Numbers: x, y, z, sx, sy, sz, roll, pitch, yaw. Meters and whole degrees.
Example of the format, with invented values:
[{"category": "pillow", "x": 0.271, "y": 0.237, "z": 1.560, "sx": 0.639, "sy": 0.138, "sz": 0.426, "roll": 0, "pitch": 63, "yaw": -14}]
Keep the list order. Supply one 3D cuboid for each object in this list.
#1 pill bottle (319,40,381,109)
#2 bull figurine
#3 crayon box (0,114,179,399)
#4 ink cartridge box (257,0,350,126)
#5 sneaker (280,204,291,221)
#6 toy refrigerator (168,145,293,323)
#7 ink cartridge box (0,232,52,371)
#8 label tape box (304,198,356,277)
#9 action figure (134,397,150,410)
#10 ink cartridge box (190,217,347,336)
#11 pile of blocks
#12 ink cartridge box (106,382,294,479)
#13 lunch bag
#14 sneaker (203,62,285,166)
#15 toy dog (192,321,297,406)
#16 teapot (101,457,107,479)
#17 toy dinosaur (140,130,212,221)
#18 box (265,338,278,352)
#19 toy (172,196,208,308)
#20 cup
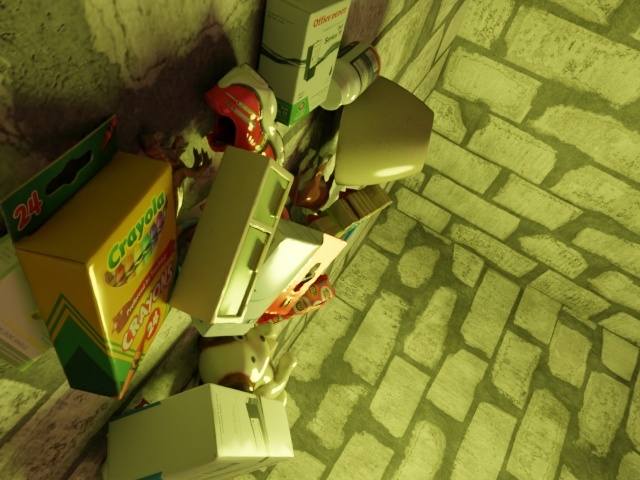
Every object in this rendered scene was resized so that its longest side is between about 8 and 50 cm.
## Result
[{"category": "pill bottle", "x": 0.059, "y": -0.385, "z": 1.002, "sx": 0.180, "sy": 0.107, "sz": 0.108, "roll": -50, "pitch": 166, "yaw": -35}, {"category": "bull figurine", "x": -0.018, "y": -0.163, "z": 1.280, "sx": 0.310, "sy": 0.101, "sz": 0.189, "roll": -17, "pitch": 130, "yaw": -82}, {"category": "crayon box", "x": -0.264, "y": 0.031, "z": 0.549, "sx": 0.202, "sy": 0.081, "sz": 0.319, "roll": -75, "pitch": 179, "yaw": -48}, {"category": "ink cartridge box", "x": -0.035, "y": -0.337, "z": 0.768, "sx": 0.153, "sy": 0.086, "sz": 0.209, "roll": -50, "pitch": 165, "yaw": -41}, {"category": "sneaker", "x": -0.175, "y": 0.040, "z": 1.085, "sx": 0.314, "sy": 0.115, "sz": 0.136, "roll": -60, "pitch": 167, "yaw": 7}, {"category": "toy refrigerator", "x": -0.138, "y": -0.004, "z": 0.701, "sx": 0.270, "sy": 0.094, "sz": 0.102, "roll": -71, "pitch": 159, "yaw": -4}, {"category": "ink cartridge box", "x": -0.332, "y": 0.036, "z": 0.546, "sx": 0.235, "sy": 0.056, "sz": 0.171, "roll": -50, "pitch": 166, "yaw": -31}, {"category": "label tape box", "x": 0.000, "y": 0.000, "z": 1.521, "sx": 0.249, "sy": 0.115, "sz": 0.347, "roll": -52, "pitch": -176, "yaw": -27}, {"category": "action figure", "x": -0.481, "y": 0.459, "z": 1.082, "sx": 0.115, "sy": 0.030, "sz": 0.038, "roll": -50, "pitch": 171, "yaw": -30}, {"category": "ink cartridge box", "x": -0.094, "y": 0.108, "z": 1.084, "sx": 0.308, "sy": 0.091, "sz": 0.384, "roll": -50, "pitch": 149, "yaw": 14}, {"category": "pile of blocks", "x": 0.063, "y": -0.085, "z": 1.302, "sx": 0.362, "sy": 0.113, "sz": 0.149, "roll": -30, "pitch": 172, "yaw": -32}, {"category": "ink cartridge box", "x": -0.283, "y": 0.509, "z": 1.086, "sx": 0.285, "sy": 0.167, "sz": 0.395, "roll": -22, "pitch": 148, "yaw": 11}, {"category": "lunch bag", "x": -0.115, "y": 0.230, "z": 1.526, "sx": 0.293, "sy": 0.120, "sz": 0.258, "roll": -28, "pitch": 173, "yaw": 34}, {"category": "sneaker", "x": -0.142, "y": -0.186, "z": 0.752, "sx": 0.118, "sy": 0.107, "sz": 0.279, "roll": -37, "pitch": 160, "yaw": -13}, {"category": "toy dog", "x": -0.277, "y": 0.402, "z": 1.341, "sx": 0.394, "sy": 0.285, "sz": 0.408, "roll": -13, "pitch": 150, "yaw": -20}, {"category": "teapot", "x": -0.459, "y": 0.646, "z": 1.214, "sx": 0.256, "sy": 0.252, "sz": 0.187, "roll": 135, "pitch": -30, "yaw": -79}, {"category": "toy dinosaur", "x": -0.229, "y": -0.098, "z": 0.668, "sx": 0.112, "sy": 0.064, "sz": 0.212, "roll": -33, "pitch": 148, "yaw": -25}, {"category": "box", "x": -0.315, "y": 0.518, "z": 1.718, "sx": 0.311, "sy": 0.121, "sz": 0.148, "roll": -48, "pitch": 165, "yaw": -45}, {"category": "toy", "x": -0.203, "y": 0.005, "z": 0.776, "sx": 0.237, "sy": 0.056, "sz": 0.137, "roll": -43, "pitch": 122, "yaw": -36}, {"category": "cup", "x": 0.190, "y": -0.303, "z": 1.221, "sx": 0.331, "sy": 0.236, "sz": 0.332, "roll": 11, "pitch": 90, "yaw": -82}]
